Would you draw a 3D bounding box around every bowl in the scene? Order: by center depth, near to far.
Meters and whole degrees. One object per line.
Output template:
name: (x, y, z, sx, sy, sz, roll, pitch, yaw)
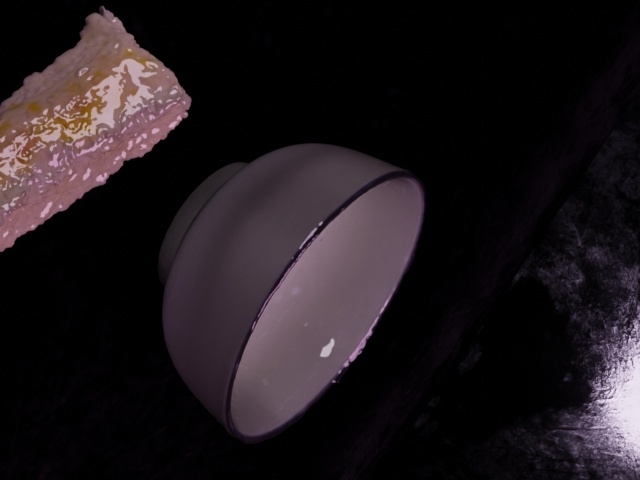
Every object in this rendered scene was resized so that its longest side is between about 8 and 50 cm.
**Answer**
bowl: (-0.057, 0.031, 1.530, 0.354, 0.185, 0.354, -45, 155, -27)

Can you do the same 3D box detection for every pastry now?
pastry: (-0.221, -0.077, 1.111, 0.258, 0.121, 0.089, -46, 151, -25)
